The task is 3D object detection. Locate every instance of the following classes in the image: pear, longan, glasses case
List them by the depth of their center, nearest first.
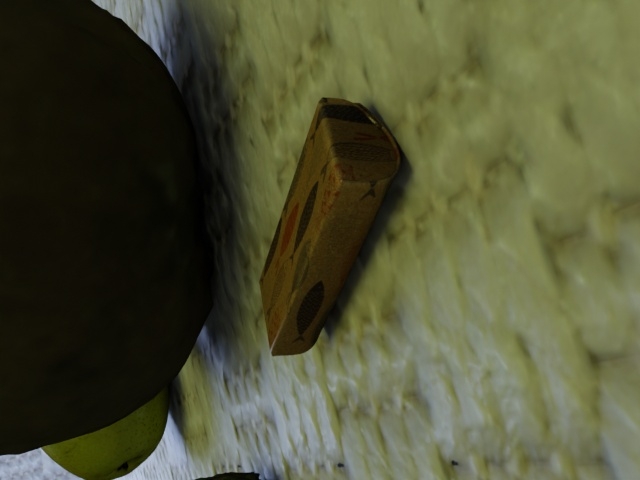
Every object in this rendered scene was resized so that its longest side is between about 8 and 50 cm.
[{"bbox_3d":[0.000,0.000,0.436,0.170,0.041,0.065,111,153,-47],"label":"glasses case"},{"bbox_3d":[-0.309,-0.019,0.663,0.404,0.404,0.436,41,136,54],"label":"longan"},{"bbox_3d":[-0.289,0.213,0.950,0.198,0.198,0.198,31,125,58],"label":"pear"}]

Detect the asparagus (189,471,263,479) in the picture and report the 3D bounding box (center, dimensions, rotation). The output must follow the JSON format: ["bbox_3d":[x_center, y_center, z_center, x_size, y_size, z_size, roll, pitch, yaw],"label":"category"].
[{"bbox_3d":[-0.088,0.385,0.569,0.128,0.108,0.382,39,-139,-61],"label":"asparagus"}]
